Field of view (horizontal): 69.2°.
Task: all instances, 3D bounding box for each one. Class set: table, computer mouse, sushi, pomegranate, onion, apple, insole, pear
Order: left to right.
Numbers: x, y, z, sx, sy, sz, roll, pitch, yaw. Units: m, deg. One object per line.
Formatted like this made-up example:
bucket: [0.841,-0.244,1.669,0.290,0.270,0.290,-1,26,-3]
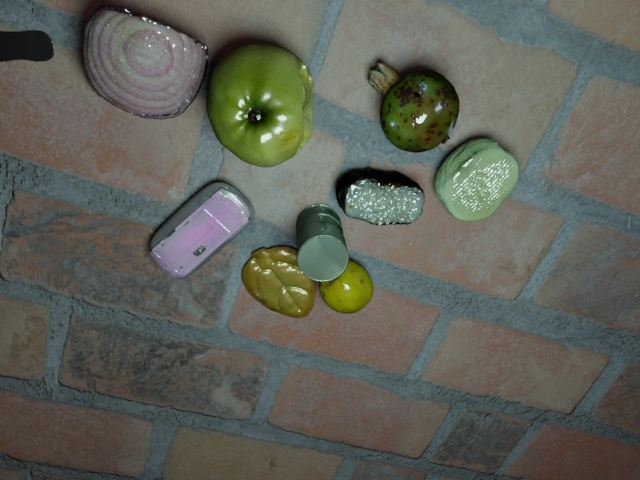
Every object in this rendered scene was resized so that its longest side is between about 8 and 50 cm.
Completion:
insole: [-0.733,-0.442,1.049,0.253,0.005,0.086,2,116,-5]
onion: [-0.391,-0.404,1.045,0.250,0.111,0.247,16,136,-23]
computer mouse: [-0.317,-0.028,1.240,0.310,0.072,0.158,-39,113,14]
apple: [-0.131,-0.301,1.036,0.278,0.279,0.279,-2,116,-3]
table: [0.000,0.000,1.196,0.126,0.220,0.127,-1,114,-2]
pear: [0.070,0.128,1.304,0.148,0.149,0.162,-34,117,12]
sushi: [0.152,-0.114,1.204,0.224,0.127,0.124,3,115,-14]
pomegranate: [0.209,-0.318,1.085,0.248,0.202,0.202,44,107,7]

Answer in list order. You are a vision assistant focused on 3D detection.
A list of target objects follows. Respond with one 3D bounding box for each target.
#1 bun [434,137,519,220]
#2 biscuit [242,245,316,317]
bun: [0.399,-0.159,1.214,0.221,0.108,0.221,-6,120,-10]
biscuit: [-0.109,0.127,1.347,0.202,0.041,0.260,-29,112,9]
